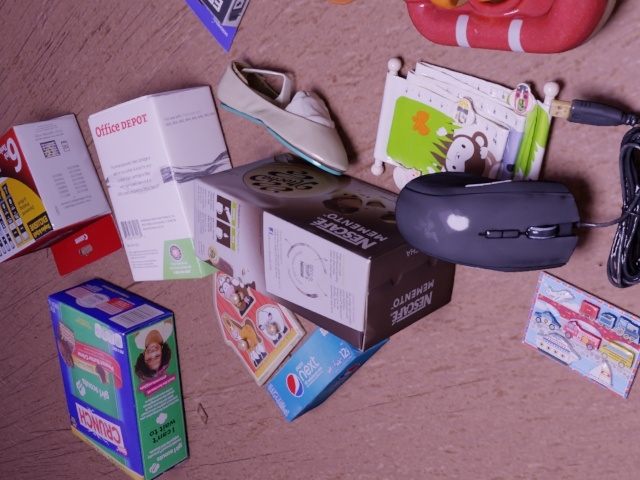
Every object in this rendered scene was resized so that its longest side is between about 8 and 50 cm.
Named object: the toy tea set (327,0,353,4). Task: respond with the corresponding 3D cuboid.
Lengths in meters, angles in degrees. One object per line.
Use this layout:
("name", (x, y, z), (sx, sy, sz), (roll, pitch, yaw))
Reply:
("toy tea set", (0.050, -0.418, 0.832), (0.200, 0.124, 0.336), (32, 130, -4))

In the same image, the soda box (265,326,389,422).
("soda box", (0.005, 0.174, 1.123), (0.067, 0.071, 0.210), (55, 137, 16))

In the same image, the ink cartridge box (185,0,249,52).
("ink cartridge box", (-0.161, -0.397, 1.084), (0.206, 0.045, 0.208), (52, 137, 18))

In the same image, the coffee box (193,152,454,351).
("coffee box", (0.000, 0.000, 0.985), (0.297, 0.168, 0.119), (25, 123, 38))

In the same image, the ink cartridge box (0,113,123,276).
("ink cartridge box", (-0.549, -0.062, 1.566), (0.309, 0.130, 0.271), (-20, 92, 48))

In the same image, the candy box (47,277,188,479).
("candy box", (-0.388, 0.264, 1.536), (0.268, 0.122, 0.317), (16, 118, 42))

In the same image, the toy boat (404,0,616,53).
("toy boat", (0.152, -0.247, 0.735), (0.231, 0.151, 0.151), (18, 119, 41))

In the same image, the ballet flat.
("ballet flat", (-0.046, -0.170, 1.036), (0.248, 0.086, 0.086), (34, 128, 34))

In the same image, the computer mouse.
("computer mouse", (0.197, -0.047, 0.774), (0.262, 0.060, 0.184), (10, 114, 18))

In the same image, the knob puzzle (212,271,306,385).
("knob puzzle", (-0.120, 0.116, 1.263), (0.213, 0.030, 0.213), (21, 120, 40))

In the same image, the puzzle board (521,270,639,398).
("puzzle board", (0.279, 0.101, 0.851), (0.128, 0.011, 0.096), (30, 126, 36))

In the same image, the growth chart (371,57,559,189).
("growth chart", (0.151, -0.112, 0.892), (0.237, 0.021, 0.172), (23, 123, 40))

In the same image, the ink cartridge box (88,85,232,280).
("ink cartridge box", (-0.232, -0.084, 1.233), (0.198, 0.115, 0.272), (-4, 103, 47))
